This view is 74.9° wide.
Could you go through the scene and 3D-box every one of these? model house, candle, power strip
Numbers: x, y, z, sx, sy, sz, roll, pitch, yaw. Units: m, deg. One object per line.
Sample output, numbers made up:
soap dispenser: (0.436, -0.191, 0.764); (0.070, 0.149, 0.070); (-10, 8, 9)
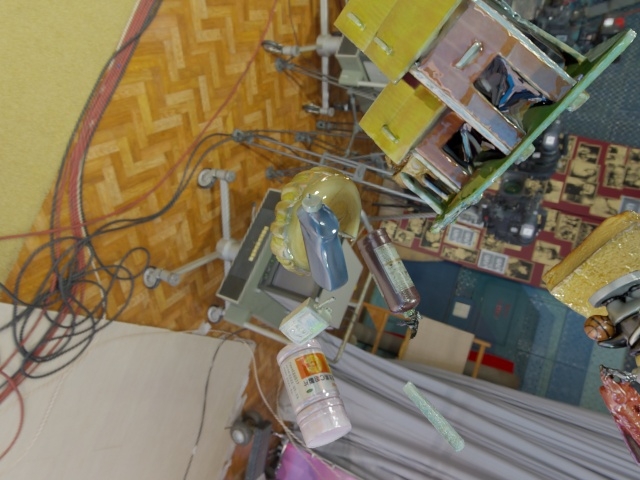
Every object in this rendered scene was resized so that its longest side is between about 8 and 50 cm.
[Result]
model house: (0.179, -0.251, 0.631); (0.300, 0.323, 0.340); (-49, 177, 26)
candle: (0.543, 0.313, 0.724); (0.302, 0.084, 0.059); (49, 47, -18)
power strip: (-0.022, 0.179, 0.970); (0.175, 0.075, 0.042); (-44, -169, 28)

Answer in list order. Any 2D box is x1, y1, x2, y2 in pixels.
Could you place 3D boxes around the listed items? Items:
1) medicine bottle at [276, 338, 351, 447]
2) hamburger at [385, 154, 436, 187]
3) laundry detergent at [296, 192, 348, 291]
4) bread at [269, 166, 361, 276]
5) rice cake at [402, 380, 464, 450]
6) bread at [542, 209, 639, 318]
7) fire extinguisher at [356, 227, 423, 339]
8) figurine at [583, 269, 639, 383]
medicine bottle: (-0.022, 0.401, 1.115); (0.133, 0.250, 0.133); (-15, 143, -12)
hamburger: (0.324, -0.244, 1.150); (0.145, 0.283, 0.259); (61, 18, 7)
laundry detergent: (0.001, -0.001, 0.772); (0.061, 0.097, 0.207); (-27, 134, -16)
bread: (-0.023, -0.065, 1.251); (0.332, 0.160, 0.334); (-17, 117, -38)
rice cake: (0.263, 0.407, 0.975); (0.030, 0.180, 0.042); (-47, 150, 5)
bread: (0.741, 0.068, 1.062); (0.275, 0.184, 0.114); (-55, -176, 31)
fire extinguisher: (0.145, 0.090, 0.859); (0.099, 0.071, 0.231); (0, 62, -54)
figurine: (0.653, 0.194, 0.827); (0.176, 0.237, 0.133); (-37, 144, 17)
